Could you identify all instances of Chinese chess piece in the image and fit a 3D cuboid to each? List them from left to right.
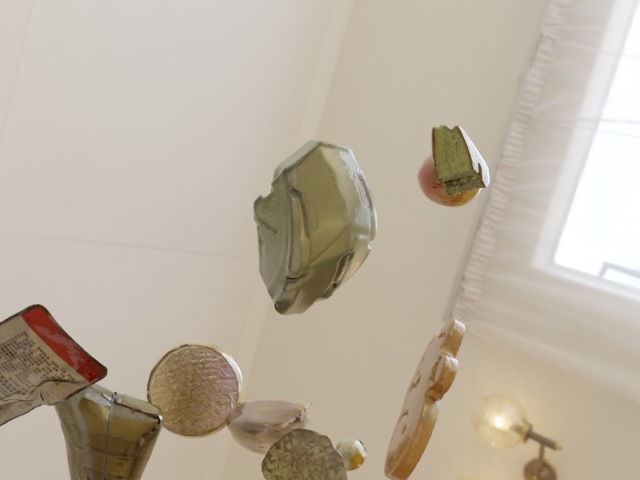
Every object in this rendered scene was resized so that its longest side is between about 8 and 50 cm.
[{"bbox_3d":[-0.349,0.415,1.711,0.112,0.270,0.269,103,-168,-83],"label":"Chinese chess piece"}]

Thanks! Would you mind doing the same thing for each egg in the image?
[{"bbox_3d":[0.063,0.488,1.388,0.071,0.071,0.083,9,-53,-51],"label":"egg"}]

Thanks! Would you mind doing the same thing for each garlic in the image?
[{"bbox_3d":[-0.166,0.455,1.526,0.148,0.267,0.128,-14,-68,-74],"label":"garlic"}]

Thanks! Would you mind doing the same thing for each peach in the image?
[{"bbox_3d":[0.366,-0.181,1.750,0.184,0.184,0.184,-23,-58,-42],"label":"peach"}]

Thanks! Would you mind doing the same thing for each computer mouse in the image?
[{"bbox_3d":[0.002,0.004,1.183,0.228,0.145,0.428,-25,-39,-27],"label":"computer mouse"}]

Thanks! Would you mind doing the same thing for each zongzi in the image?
[{"bbox_3d":[-0.474,0.396,1.173,0.289,0.123,0.260,25,-102,-13],"label":"zongzi"}]

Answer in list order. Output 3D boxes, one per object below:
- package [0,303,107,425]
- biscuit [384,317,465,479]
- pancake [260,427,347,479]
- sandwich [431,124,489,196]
[{"bbox_3d":[-0.424,0.186,0.814,0.239,0.030,0.154,-26,-54,8],"label":"package"},{"bbox_3d":[0.213,0.336,1.297,0.354,0.052,0.275,-62,-5,-26],"label":"biscuit"},{"bbox_3d":[-0.037,0.491,1.209,0.029,0.212,0.235,35,-128,-48],"label":"pancake"},{"bbox_3d":[0.306,-0.157,1.332,0.244,0.090,0.088,38,-128,-54],"label":"sandwich"}]
